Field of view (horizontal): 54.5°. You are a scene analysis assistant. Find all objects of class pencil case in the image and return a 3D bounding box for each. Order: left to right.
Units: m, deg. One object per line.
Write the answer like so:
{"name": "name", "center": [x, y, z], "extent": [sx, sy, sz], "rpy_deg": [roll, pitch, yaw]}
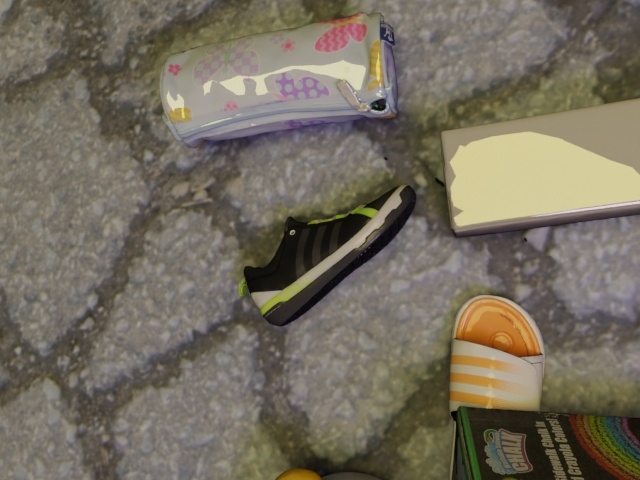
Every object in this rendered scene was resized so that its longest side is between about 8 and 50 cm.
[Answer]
{"name": "pencil case", "center": [-0.044, -0.178, 0.717], "extent": [0.273, 0.113, 0.124], "rpy_deg": [-5, 67, 13]}

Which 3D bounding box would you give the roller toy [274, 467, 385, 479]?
{"name": "roller toy", "center": [0.027, 0.351, 0.646], "extent": [0.191, 0.146, 0.209], "rpy_deg": [9, 87, 13]}

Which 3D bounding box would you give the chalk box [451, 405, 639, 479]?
{"name": "chalk box", "center": [0.205, 0.274, 0.555], "extent": [0.289, 0.180, 0.179], "rpy_deg": [1, 107, 7]}

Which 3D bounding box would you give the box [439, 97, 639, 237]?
{"name": "box", "center": [0.270, -0.075, 0.648], "extent": [0.275, 0.094, 0.113], "rpy_deg": [-6, 84, 13]}

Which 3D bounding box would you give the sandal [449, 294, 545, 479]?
{"name": "sandal", "center": [0.186, 0.192, 0.657], "extent": [0.102, 0.076, 0.265], "rpy_deg": [3, 87, 13]}

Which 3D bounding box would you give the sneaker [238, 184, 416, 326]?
{"name": "sneaker", "center": [0.000, 0.000, 0.710], "extent": [0.235, 0.084, 0.097], "rpy_deg": [-40, 77, 7]}
